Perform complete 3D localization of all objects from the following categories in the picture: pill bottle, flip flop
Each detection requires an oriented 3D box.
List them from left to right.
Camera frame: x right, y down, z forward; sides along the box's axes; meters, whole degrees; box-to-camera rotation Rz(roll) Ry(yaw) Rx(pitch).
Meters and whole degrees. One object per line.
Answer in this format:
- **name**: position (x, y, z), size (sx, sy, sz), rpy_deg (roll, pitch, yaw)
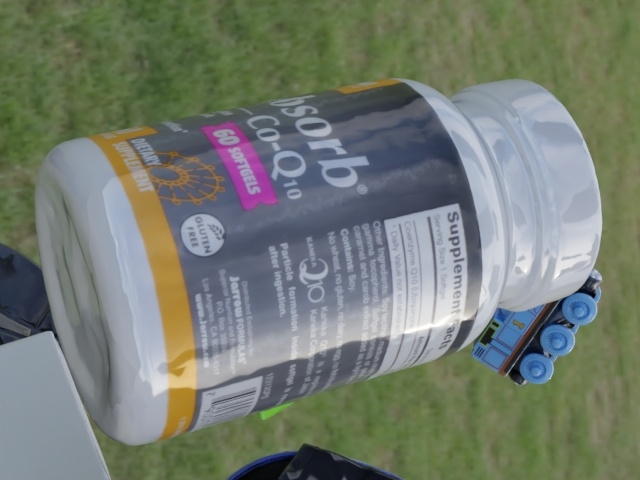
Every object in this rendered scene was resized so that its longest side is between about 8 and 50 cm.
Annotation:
- **flip flop**: position (-0.234, 0.084, 1.178), size (0.080, 0.277, 0.112), rpy_deg (120, -12, -62)
- **pill bottle**: position (0.000, 0.000, 0.730), size (0.278, 0.162, 0.162), rpy_deg (-14, 99, -23)

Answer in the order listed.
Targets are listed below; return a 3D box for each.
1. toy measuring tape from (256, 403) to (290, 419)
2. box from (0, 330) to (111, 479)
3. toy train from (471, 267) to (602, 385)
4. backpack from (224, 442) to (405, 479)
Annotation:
- **toy measuring tape**: position (0.012, 0.101, 1.636), size (0.330, 0.121, 0.121), rpy_deg (-30, 118, -14)
- **box**: position (-0.307, 0.181, 0.894), size (0.148, 0.311, 0.121), rpy_deg (110, -42, -60)
- **toy train**: position (0.268, 0.095, 1.666), size (0.184, 0.105, 0.080), rpy_deg (-59, 177, 26)
- **backpack**: position (-0.003, 0.261, 0.745), size (0.263, 0.276, 0.213), rpy_deg (-59, 178, -25)
